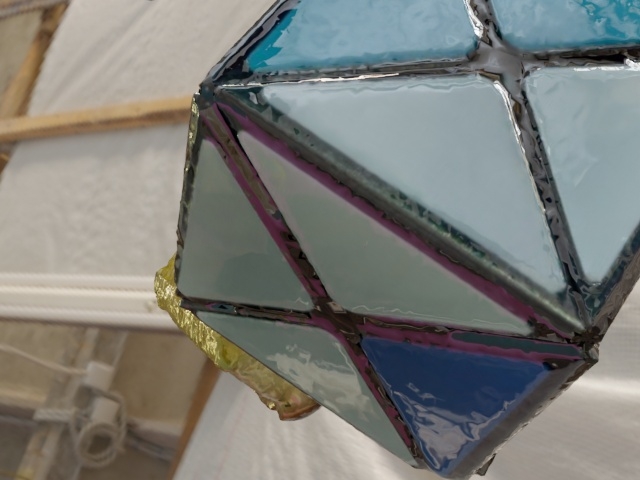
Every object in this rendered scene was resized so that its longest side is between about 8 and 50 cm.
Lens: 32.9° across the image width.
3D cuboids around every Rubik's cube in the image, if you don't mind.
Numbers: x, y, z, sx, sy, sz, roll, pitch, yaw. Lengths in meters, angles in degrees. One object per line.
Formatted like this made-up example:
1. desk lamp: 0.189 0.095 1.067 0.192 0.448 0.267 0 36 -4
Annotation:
1. Rubik's cube: 0.076 -0.035 0.675 0.246 0.250 0.248 33 -121 8

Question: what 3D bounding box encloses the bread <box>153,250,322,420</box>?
1. bread: 0.000 0.000 1.086 0.323 0.143 0.333 -48 -161 -6
